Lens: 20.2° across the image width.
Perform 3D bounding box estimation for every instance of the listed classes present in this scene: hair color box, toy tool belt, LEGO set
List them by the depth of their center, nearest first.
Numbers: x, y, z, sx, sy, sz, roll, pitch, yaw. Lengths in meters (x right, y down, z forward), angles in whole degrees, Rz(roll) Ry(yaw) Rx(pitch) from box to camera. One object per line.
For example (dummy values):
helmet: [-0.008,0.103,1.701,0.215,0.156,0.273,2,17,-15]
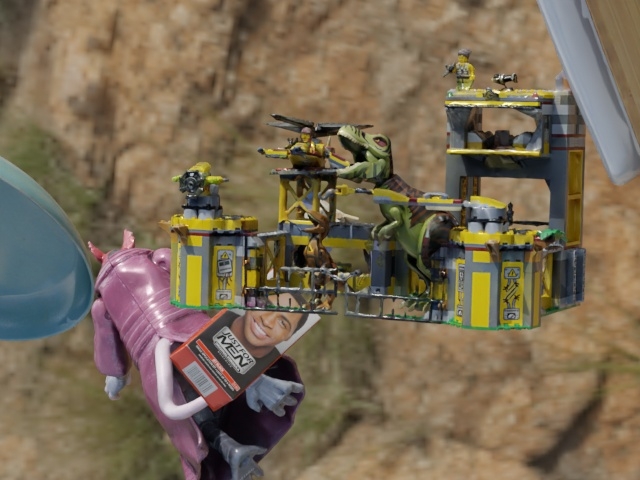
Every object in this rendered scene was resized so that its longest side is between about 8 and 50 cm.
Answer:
LEGO set: [0.051,-0.046,1.312,0.331,0.255,0.192,3,94,33]
hair color box: [-0.072,0.094,1.743,0.072,0.141,0.043,50,142,-4]
toy tool belt: [0.000,0.000,1.762,0.083,0.051,0.052,-58,18,34]

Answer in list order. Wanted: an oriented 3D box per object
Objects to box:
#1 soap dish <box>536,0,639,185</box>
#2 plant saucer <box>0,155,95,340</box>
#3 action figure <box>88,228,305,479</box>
soap dish: [0.210,-0.197,1.250,0.118,0.291,0.229,-19,120,13]
plant saucer: [-0.346,-0.015,1.599,0.317,0.317,0.043,-13,46,37]
action figure: [-0.188,0.119,2.090,0.248,0.276,0.370,-45,60,7]
